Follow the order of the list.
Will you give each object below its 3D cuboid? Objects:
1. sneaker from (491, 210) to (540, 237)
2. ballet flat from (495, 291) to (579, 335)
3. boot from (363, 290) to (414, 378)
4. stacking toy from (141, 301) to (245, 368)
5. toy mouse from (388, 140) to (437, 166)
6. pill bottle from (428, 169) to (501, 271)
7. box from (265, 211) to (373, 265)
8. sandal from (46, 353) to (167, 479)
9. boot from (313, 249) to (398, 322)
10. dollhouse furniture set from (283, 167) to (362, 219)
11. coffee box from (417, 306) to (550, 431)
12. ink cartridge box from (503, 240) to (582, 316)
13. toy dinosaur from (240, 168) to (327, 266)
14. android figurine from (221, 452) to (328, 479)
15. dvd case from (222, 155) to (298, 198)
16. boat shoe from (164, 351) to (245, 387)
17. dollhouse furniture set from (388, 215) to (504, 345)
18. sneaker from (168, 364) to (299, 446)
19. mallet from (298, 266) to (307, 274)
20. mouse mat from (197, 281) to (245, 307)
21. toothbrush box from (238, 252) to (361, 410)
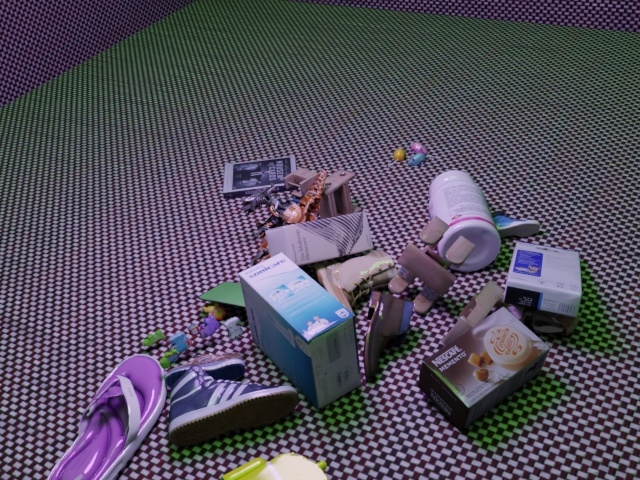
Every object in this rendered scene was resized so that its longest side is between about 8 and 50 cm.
[{"bbox_3d":[0.521,-0.051,2.001,0.152,0.058,0.084,-11,44,7],"label":"sneaker"},{"bbox_3d":[0.493,0.173,1.697,0.206,0.073,0.067,11,50,28],"label":"ballet flat"},{"bbox_3d":[0.156,0.217,1.667,0.106,0.082,0.219,7,59,3],"label":"boot"},{"bbox_3d":[-0.304,0.230,1.744,0.221,0.052,0.167,-27,21,-20],"label":"stacking toy"},{"bbox_3d":[0.313,-0.287,2.380,0.143,0.031,0.161,9,39,21],"label":"toy mouse"},{"bbox_3d":[0.378,-0.061,1.955,0.161,0.160,0.283,-6,37,3],"label":"pill bottle"},{"bbox_3d":[0.000,0.000,1.896,0.275,0.113,0.094,-13,0,-37],"label":"box"},{"bbox_3d":[-0.446,0.380,1.553,0.170,0.102,0.416,1,37,11],"label":"sandal"},{"bbox_3d":[0.104,0.115,1.819,0.204,0.095,0.262,-14,27,-8],"label":"boot"},{"bbox_3d":[0.008,-0.137,2.155,0.129,0.129,0.184,-34,38,-32],"label":"dollhouse furniture set"},{"bbox_3d":[0.345,0.269,1.545,0.247,0.098,0.141,-27,53,-25],"label":"coffee box"},{"bbox_3d":[0.538,0.086,1.749,0.166,0.065,0.333,10,19,17],"label":"ink cartridge box"},{"bbox_3d":[-0.086,-0.053,2.013,0.322,0.164,0.218,-38,42,-21],"label":"toy dinosaur"},{"bbox_3d":[-0.089,0.504,1.362,0.273,0.056,0.248,-26,40,-22],"label":"android figurine"},{"bbox_3d":[-0.195,-0.208,2.367,0.239,0.029,0.179,-8,37,1],"label":"dvd case"},{"bbox_3d":[-0.267,0.298,1.673,0.183,0.066,0.066,-7,29,-11],"label":"boat shoe"},{"bbox_3d":[0.278,0.113,1.702,0.242,0.212,0.161,38,49,11],"label":"dollhouse furniture set"},{"bbox_3d":[-0.196,0.333,1.577,0.282,0.099,0.153,-16,39,-6],"label":"sneaker"},{"bbox_3d":[-0.053,0.050,1.991,0.062,0.039,0.189,1,33,13],"label":"mallet"},{"bbox_3d":[-0.200,0.141,1.868,0.190,0.007,0.153,9,17,21],"label":"mouse mat"},{"bbox_3d":[-0.048,0.198,1.635,0.126,0.216,0.295,-27,39,-25],"label":"toothbrush box"}]
